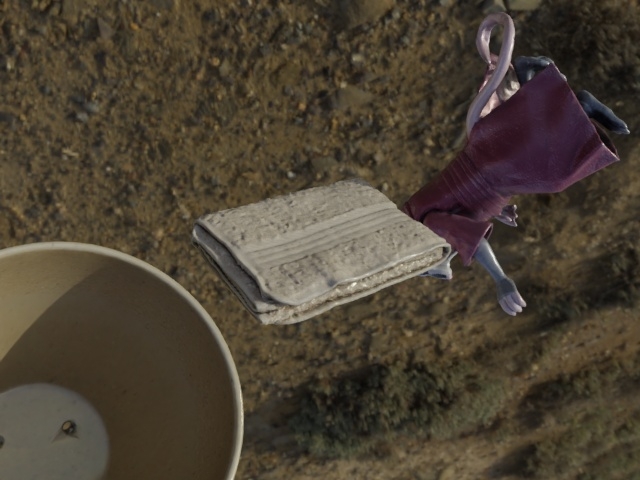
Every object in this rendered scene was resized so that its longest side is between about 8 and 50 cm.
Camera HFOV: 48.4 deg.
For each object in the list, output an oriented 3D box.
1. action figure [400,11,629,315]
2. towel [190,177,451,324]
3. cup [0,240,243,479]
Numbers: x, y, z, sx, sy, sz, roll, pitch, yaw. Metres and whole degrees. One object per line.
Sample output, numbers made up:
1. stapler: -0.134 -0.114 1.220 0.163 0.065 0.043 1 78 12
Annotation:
1. action figure: 0.218 -0.082 0.985 0.276 0.248 0.370 43 105 -16
2. towel: 0.000 0.000 0.867 0.282 0.187 0.049 -19 135 -34
3. cup: -0.275 0.198 0.726 0.331 0.331 0.237 9 151 -27
